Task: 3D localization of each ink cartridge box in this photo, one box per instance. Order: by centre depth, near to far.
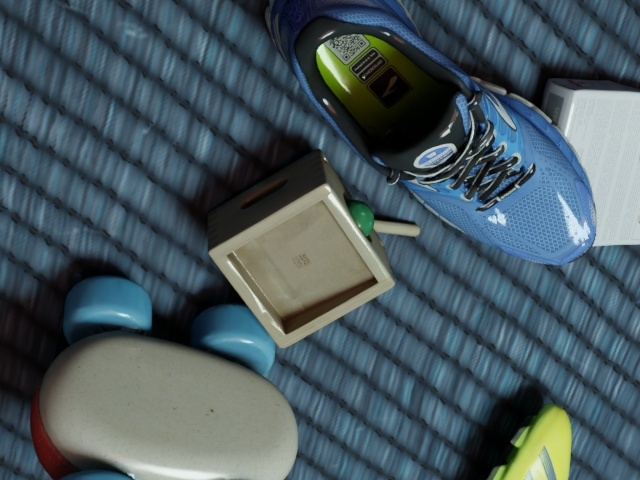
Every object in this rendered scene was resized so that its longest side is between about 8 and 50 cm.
[{"bbox_3d":[0.262,-0.068,1.080,0.179,0.045,0.145,-3,113,-35],"label":"ink cartridge box"}]

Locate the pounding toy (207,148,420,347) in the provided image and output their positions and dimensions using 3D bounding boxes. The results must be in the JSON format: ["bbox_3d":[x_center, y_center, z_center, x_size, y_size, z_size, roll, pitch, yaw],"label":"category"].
[{"bbox_3d":[0.000,0.000,1.003,0.141,0.100,0.130,-30,116,10],"label":"pounding toy"}]

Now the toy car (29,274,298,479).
[{"bbox_3d":[-0.152,0.193,1.001,0.210,0.219,0.238,14,136,-20],"label":"toy car"}]

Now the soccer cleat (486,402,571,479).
[{"bbox_3d":[0.195,0.297,1.131,0.121,0.093,0.289,19,91,17],"label":"soccer cleat"}]

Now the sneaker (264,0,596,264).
[{"bbox_3d":[0.090,-0.075,0.940,0.330,0.147,0.130,36,113,-20],"label":"sneaker"}]
